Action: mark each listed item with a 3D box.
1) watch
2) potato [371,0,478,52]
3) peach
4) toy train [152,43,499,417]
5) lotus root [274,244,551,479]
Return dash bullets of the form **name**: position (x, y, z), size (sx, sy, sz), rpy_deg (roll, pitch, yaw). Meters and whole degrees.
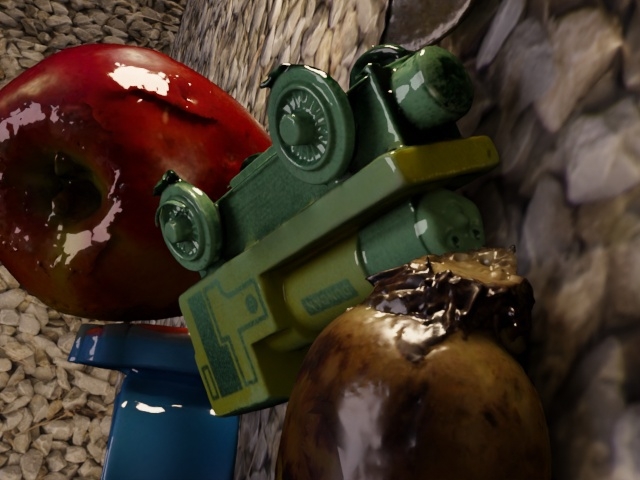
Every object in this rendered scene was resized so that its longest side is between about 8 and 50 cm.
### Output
- **watch**: position (-0.190, 0.246, 0.827), size (0.305, 0.242, 0.274), rpy_deg (128, 151, -68)
- **potato**: position (0.120, -0.265, 0.553), size (0.120, 0.100, 0.261), rpy_deg (-41, -37, -54)
- **peach**: position (-0.221, -0.055, 0.894), size (0.339, 0.353, 0.416), rpy_deg (-54, -5, 8)
- **toy train**: position (0.000, 0.000, 0.583), size (0.369, 0.150, 0.237), rpy_deg (-32, 78, 49)
- **lotus root**: position (0.044, 0.148, 0.404), size (0.169, 0.141, 0.314), rpy_deg (-165, 86, -74)
